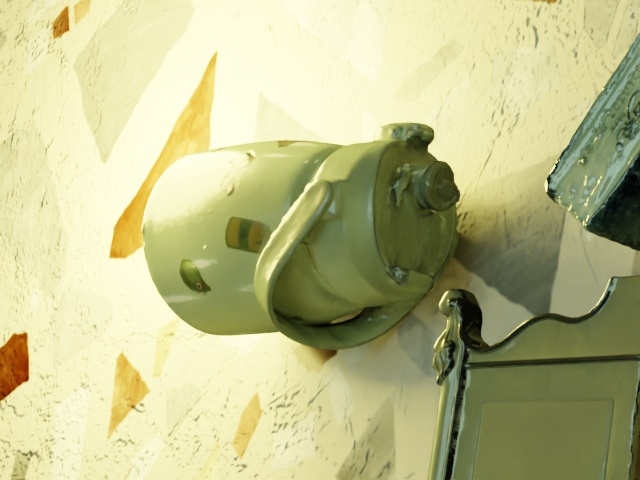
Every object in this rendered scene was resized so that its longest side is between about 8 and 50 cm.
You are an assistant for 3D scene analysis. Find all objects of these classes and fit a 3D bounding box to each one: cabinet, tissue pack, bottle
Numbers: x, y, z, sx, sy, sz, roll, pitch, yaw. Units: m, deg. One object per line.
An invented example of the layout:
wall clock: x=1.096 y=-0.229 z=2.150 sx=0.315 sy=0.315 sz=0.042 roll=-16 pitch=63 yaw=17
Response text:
cabinet: x=0.240 y=0.219 z=1.552 sx=0.227 sy=0.290 sz=0.318 roll=-9 pitch=66 yaw=48
tissue pack: x=0.329 y=-0.065 z=1.597 sx=0.185 sy=0.257 sz=0.081 roll=-59 pitch=42 yaw=13
bottle: x=0.000 y=0.000 z=2.010 sx=0.352 sy=0.229 sz=0.229 roll=-5 pitch=70 yaw=45
